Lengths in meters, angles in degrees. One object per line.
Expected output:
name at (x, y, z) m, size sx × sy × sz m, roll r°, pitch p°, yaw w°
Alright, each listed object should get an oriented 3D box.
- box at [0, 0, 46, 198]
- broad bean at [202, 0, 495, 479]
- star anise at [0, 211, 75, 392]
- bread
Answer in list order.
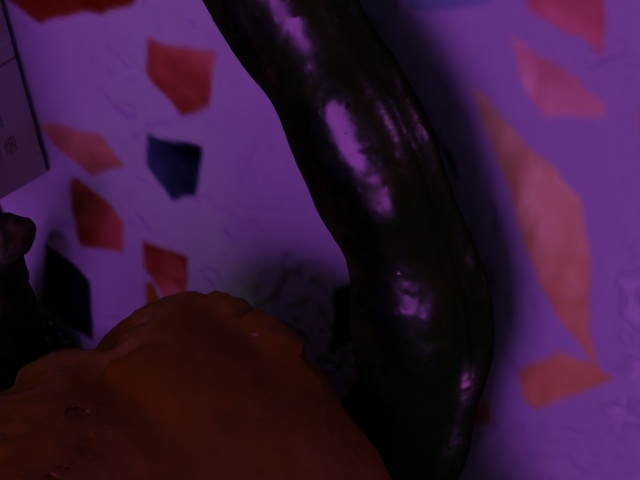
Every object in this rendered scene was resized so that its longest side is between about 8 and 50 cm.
box at (-0.174, -0.077, 0.655) m, size 0.048 × 0.100 × 0.152 m, roll 5°, pitch 119°, yaw 36°
broad bean at (0.000, 0.000, 0.589) m, size 0.144 × 0.049 × 0.292 m, roll 21°, pitch 130°, yaw 37°
star anise at (-0.153, 0.083, 0.749) m, size 0.209 × 0.089 × 0.231 m, roll 6°, pitch 132°, yaw 30°
bread at (-0.134, 0.189, 0.535) m, size 0.165 × 0.375 × 0.237 m, roll -20°, pitch 100°, yaw 57°
